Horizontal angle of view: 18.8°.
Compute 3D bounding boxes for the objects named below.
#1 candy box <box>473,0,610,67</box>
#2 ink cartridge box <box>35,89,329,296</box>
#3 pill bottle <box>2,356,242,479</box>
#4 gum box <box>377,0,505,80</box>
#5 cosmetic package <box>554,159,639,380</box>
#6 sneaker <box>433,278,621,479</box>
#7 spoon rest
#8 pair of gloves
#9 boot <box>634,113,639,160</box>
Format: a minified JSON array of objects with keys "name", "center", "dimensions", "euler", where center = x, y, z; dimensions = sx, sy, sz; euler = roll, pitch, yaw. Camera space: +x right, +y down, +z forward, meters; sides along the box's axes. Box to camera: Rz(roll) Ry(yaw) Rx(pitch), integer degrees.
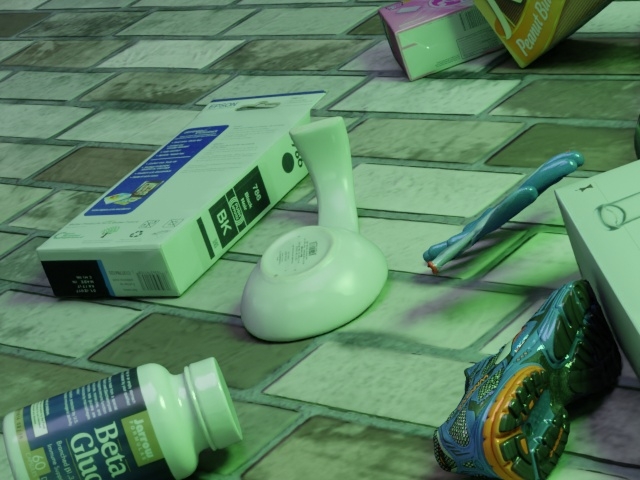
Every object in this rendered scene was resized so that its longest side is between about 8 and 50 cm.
[{"name":"candy box","center":[0.255,-0.328,1.968],"dimensions":[0.087,0.183,0.316],"euler":[-34,-3,-32]},{"name":"ink cartridge box","center":[-0.125,-0.050,1.963],"dimensions":[0.165,0.065,0.332],"euler":[-2,30,36]},{"name":"pill bottle","center":[-0.150,0.150,1.486],"dimensions":[0.169,0.094,0.094],"euler":[-20,22,-1]},{"name":"gum box","center":[0.170,-0.253,2.188],"dimensions":[0.188,0.062,0.107],"euler":[-20,23,-1]},{"name":"cosmetic package","center":[0.349,0.018,1.388],"dimensions":[0.284,0.097,0.377],"euler":[-22,22,2]},{"name":"sneaker","center":[0.146,0.097,1.394],"dimensions":[0.087,0.083,0.221],"euler":[-12,19,37]},{"name":"spoon rest","center":[0.000,0.000,1.755],"dimensions":[0.137,0.084,0.276],"euler":[-14,36,17]},{"name":"pair of gloves","center":[0.151,-0.026,1.621],"dimensions":[0.159,0.023,0.198],"euler":[-37,-3,6]},{"name":"boot","center":[0.463,-0.246,1.740],"dimensions":[0.367,0.146,0.445],"euler":[-30,13,29]}]
